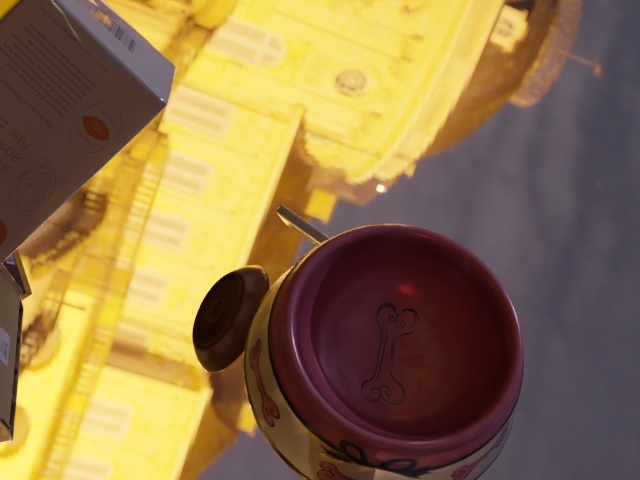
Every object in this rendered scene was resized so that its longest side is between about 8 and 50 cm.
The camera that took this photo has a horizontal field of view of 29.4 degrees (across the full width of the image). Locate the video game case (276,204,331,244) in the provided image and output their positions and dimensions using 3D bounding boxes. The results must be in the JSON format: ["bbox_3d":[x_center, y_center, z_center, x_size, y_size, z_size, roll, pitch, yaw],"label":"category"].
[{"bbox_3d":[0.000,0.000,2.582,0.023,0.201,0.183,-54,173,-3],"label":"video game case"}]

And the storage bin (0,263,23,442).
[{"bbox_3d":[-0.535,0.133,1.763,0.260,0.123,0.262,69,11,-50],"label":"storage bin"}]

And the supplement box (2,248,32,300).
[{"bbox_3d":[-0.675,0.038,2.279,0.129,0.194,0.191,-30,-110,21],"label":"supplement box"}]

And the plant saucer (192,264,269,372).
[{"bbox_3d":[-0.160,0.124,2.043,0.198,0.036,0.198,-39,-146,33],"label":"plant saucer"}]

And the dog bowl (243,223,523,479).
[{"bbox_3d":[0.102,0.156,1.701,0.150,0.408,0.408,110,-9,-61],"label":"dog bowl"}]

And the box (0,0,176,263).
[{"bbox_3d":[-0.385,-0.160,1.577,0.345,0.215,0.168,-41,-160,14],"label":"box"}]
